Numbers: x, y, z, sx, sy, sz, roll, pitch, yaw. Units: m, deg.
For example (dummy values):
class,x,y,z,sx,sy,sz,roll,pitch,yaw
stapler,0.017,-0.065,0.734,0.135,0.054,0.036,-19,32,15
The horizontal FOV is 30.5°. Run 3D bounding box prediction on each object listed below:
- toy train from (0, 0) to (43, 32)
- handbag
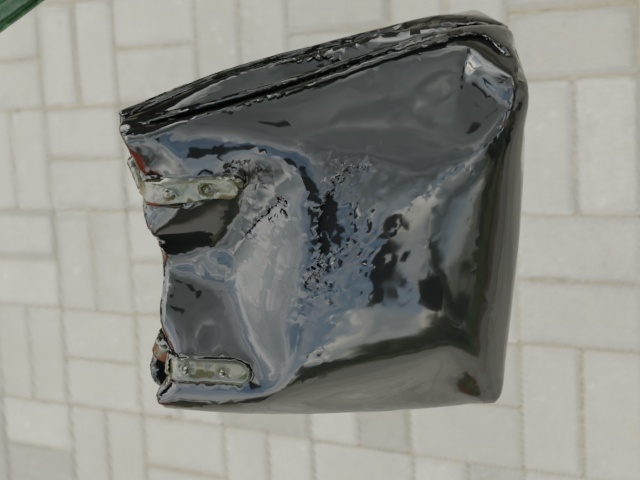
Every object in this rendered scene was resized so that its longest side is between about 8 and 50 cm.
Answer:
class,x,y,z,sx,sy,sz,roll,pitch,yaw
toy train,-0.226,-0.235,0.706,0.266,0.202,0.145,-39,73,-9
handbag,0.000,0.000,0.895,0.152,0.288,0.342,-117,23,-57
